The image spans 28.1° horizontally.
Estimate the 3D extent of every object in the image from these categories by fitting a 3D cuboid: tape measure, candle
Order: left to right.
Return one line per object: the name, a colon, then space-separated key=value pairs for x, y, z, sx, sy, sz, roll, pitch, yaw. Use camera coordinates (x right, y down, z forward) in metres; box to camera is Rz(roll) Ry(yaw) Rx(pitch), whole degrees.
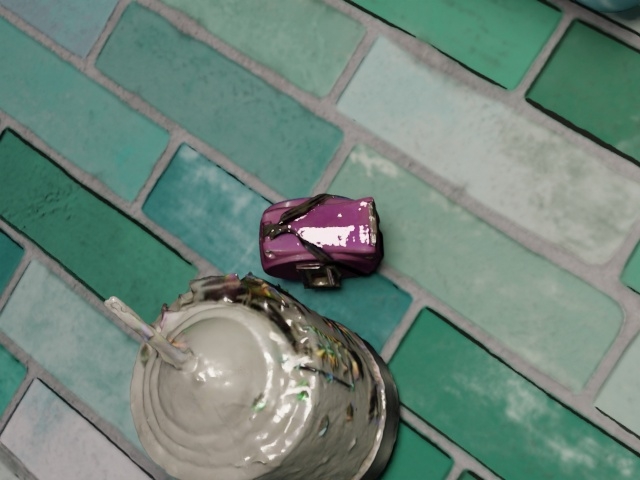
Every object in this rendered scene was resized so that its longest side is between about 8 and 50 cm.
candle: x=-0.065 y=0.127 z=1.091 sx=0.187 sy=0.330 sz=0.187 roll=-8 pitch=70 yaw=23
tape measure: x=0.000 y=0.000 z=1.188 sx=0.118 sy=0.125 sz=0.074 roll=-4 pitch=75 yaw=10

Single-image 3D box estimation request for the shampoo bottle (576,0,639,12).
shampoo bottle: x=0.177 y=-0.401 z=1.054 sx=0.343 sy=0.331 sz=0.331 roll=35 pitch=97 yaw=25
